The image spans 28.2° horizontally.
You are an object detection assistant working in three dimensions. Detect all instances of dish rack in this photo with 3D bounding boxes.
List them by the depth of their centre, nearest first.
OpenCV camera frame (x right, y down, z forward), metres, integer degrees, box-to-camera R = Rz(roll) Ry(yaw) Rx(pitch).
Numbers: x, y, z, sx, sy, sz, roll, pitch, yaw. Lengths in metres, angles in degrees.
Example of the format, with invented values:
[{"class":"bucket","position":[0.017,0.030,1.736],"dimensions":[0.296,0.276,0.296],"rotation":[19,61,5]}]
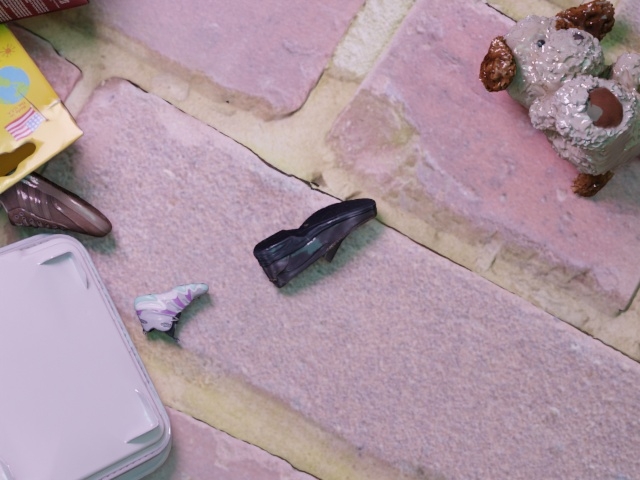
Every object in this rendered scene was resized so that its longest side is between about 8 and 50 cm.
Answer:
[{"class":"dish rack","position":[-0.335,0.159,1.516],"dimensions":[0.285,0.072,0.333],"rotation":[-24,83,-37]}]

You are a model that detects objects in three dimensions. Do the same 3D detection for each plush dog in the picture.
[{"class":"plush dog","position":[0.323,-0.195,1.624],"dimensions":[0.262,0.211,0.225],"rotation":[-26,70,-33]}]

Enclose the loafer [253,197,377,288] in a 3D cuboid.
[{"class":"loafer","position":[0.000,0.000,1.630],"dimensions":[0.170,0.062,0.061],"rotation":[-26,108,-2]}]

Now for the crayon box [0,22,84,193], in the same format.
[{"class":"crayon box","position":[-0.448,-0.178,1.577],"dimensions":[0.202,0.081,0.318],"rotation":[-36,73,-6]}]

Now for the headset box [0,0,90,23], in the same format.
[{"class":"headset box","position":[-0.415,-0.372,1.516],"dimensions":[0.293,0.110,0.218],"rotation":[-12,84,-1]}]

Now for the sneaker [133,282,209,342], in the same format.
[{"class":"sneaker","position":[-0.183,0.094,1.617],"dimensions":[0.098,0.038,0.069],"rotation":[-15,86,5]}]

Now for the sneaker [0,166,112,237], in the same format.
[{"class":"sneaker","position":[-0.354,-0.041,1.614],"dimensions":[0.188,0.066,0.071],"rotation":[30,92,9]}]
